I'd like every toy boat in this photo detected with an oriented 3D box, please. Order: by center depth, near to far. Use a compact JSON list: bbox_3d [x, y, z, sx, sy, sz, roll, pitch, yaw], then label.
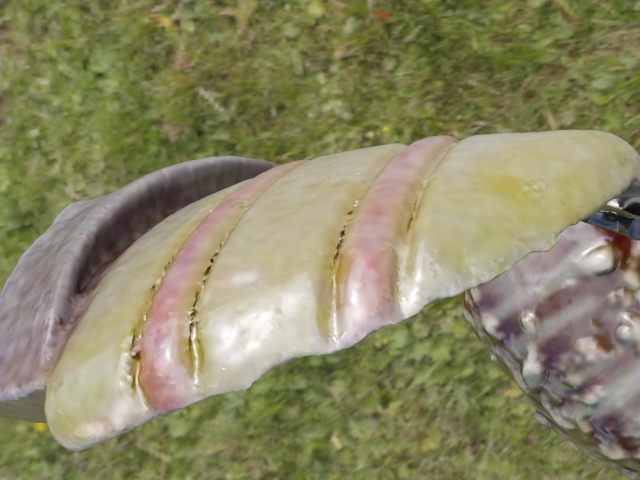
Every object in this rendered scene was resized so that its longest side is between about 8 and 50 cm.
[{"bbox_3d":[-0.030,0.011,0.611,0.293,0.276,0.111,-10,108,48],"label":"toy boat"}]

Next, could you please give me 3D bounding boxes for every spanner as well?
[{"bbox_3d":[0.221,0.002,0.645,0.208,0.046,0.012,10,100,2],"label":"spanner"}]

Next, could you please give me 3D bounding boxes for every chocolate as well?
[{"bbox_3d":[0.281,0.094,1.270,0.340,0.225,0.210,45,84,2],"label":"chocolate"}]
